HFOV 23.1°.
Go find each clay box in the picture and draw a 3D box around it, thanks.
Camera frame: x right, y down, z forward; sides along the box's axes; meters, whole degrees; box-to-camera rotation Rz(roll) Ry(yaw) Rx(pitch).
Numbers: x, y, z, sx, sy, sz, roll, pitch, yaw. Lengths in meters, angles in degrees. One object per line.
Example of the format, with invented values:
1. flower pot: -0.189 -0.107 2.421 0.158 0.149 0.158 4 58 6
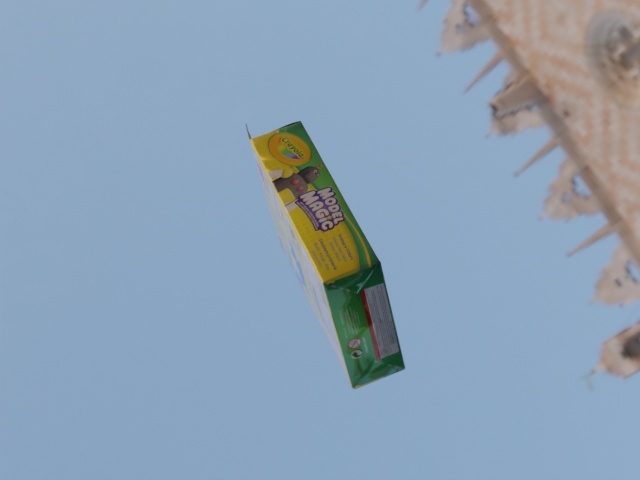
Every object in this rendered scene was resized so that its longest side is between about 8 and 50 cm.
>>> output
1. clay box: 0.000 0.000 1.281 0.053 0.127 0.222 -20 -136 -6
